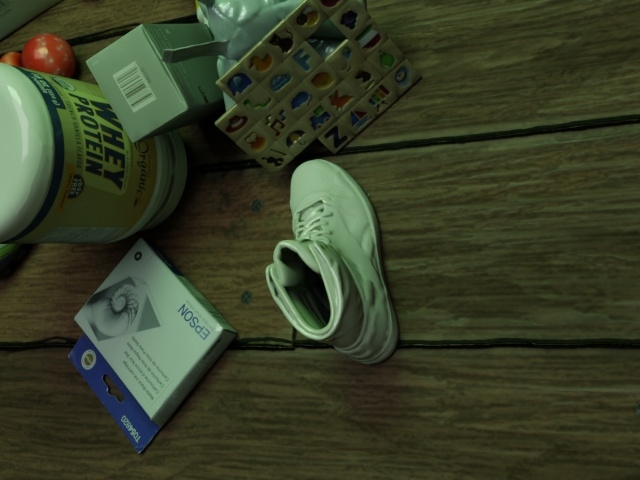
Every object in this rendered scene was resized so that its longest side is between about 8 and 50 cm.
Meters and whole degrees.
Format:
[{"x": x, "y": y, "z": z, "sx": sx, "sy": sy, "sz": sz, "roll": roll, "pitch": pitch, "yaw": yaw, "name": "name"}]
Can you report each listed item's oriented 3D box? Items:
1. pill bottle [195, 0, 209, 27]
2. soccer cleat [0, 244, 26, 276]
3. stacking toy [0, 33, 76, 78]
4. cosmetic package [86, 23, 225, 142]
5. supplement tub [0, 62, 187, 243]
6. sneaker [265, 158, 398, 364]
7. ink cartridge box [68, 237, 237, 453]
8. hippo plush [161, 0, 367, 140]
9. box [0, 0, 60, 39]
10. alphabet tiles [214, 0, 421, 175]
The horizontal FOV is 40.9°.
[{"x": -0.160, "y": -0.367, "z": 1.320, "sx": 0.065, "sy": 0.065, "sz": 0.116, "roll": -19, "pitch": 65, "yaw": 23, "name": "pill bottle"}, {"x": -0.490, "y": -0.067, "z": 1.369, "sx": 0.093, "sy": 0.121, "sz": 0.289, "roll": 38, "pitch": 94, "yaw": 40, "name": "soccer cleat"}, {"x": -0.564, "y": -0.250, "z": 1.482, "sx": 0.330, "sy": 0.141, "sz": 0.141, "roll": -24, "pitch": 63, "yaw": 13, "name": "stacking toy"}, {"x": -0.205, "y": -0.223, "z": 1.185, "sx": 0.107, "sy": 0.238, "sz": 0.127, "roll": -27, "pitch": 98, "yaw": 21, "name": "cosmetic package"}, {"x": -0.353, "y": -0.108, "z": 1.171, "sx": 0.228, "sy": 0.316, "sz": 0.228, "roll": 0, "pitch": 91, "yaw": 28, "name": "supplement tub"}, {"x": 0.000, "y": 0.000, "z": 1.051, "sx": 0.108, "sy": 0.169, "sz": 0.292, "roll": -30, "pitch": 61, "yaw": 20, "name": "sneaker"}, {"x": -0.257, "y": 0.145, "z": 1.217, "sx": 0.223, "sy": 0.045, "sz": 0.224, "roll": 41, "pitch": 96, "yaw": 32, "name": "ink cartridge box"}, {"x": -0.094, "y": -0.284, "z": 1.178, "sx": 0.236, "sy": 0.294, "sz": 0.234, "roll": -122, "pitch": 38, "yaw": -51, "name": "hippo plush"}, {"x": -0.627, "y": -0.566, "z": 1.585, "sx": 0.215, "sy": 0.168, "sz": 0.345, "roll": -25, "pitch": 64, "yaw": 20, "name": "box"}, {"x": -0.013, "y": -0.194, "z": 1.109, "sx": 0.237, "sy": 0.198, "sz": 0.009, "roll": -41, "pitch": 38, "yaw": 12, "name": "alphabet tiles"}]
